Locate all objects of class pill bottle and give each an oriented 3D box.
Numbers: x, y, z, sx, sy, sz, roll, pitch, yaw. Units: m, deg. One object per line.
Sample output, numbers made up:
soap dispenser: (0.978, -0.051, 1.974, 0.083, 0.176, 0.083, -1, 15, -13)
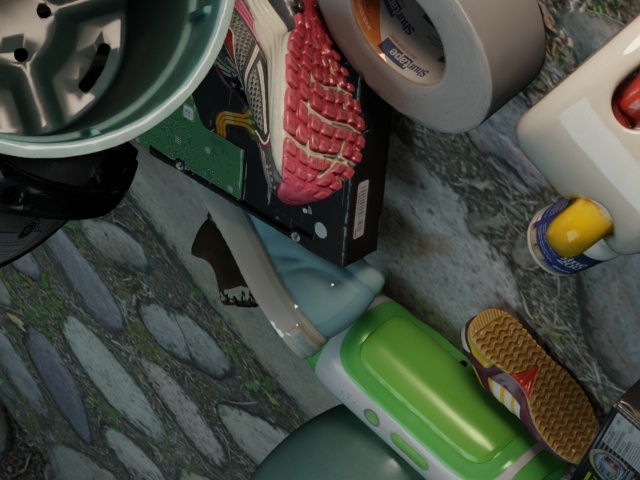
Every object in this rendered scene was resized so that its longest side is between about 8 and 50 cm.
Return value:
pill bottle: (0.237, -0.011, 1.682, 0.067, 0.067, 0.120, 52, 156, -3)

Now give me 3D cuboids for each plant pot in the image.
plant pot: (-0.277, -0.230, 1.792, 0.341, 0.341, 0.334, 53, 167, -6)
plant pot: (0.078, 0.290, 2.205, 0.290, 0.290, 0.195, 42, 123, 19)

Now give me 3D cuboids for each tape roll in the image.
tape roll: (0.090, -0.201, 1.657, 0.219, 0.072, 0.219, 38, 153, 23)

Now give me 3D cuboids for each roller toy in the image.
roller toy: (0.252, -0.087, 1.383, 0.146, 0.209, 0.191, 49, 136, 1)

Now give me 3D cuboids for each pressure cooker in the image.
pressure cooker: (-0.421, -0.165, 2.243, 0.420, 0.370, 0.375, 40, 150, 20)

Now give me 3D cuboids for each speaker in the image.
speaker: (0.124, 0.185, 2.084, 0.296, 0.131, 0.131, 42, 155, 19)

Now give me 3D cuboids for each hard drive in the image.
hard drive: (-0.070, -0.147, 1.942, 0.339, 0.064, 0.237, 30, 131, 33)

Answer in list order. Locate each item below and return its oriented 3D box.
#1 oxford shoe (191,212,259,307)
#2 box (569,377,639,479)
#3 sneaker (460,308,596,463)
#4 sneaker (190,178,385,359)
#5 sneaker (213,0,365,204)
oxford shoe: (-0.064, 0.052, 2.247, 0.227, 0.096, 0.083, 38, -174, 32)
box: (0.304, 0.142, 1.604, 0.060, 0.216, 0.270, 42, 156, 15)
sneaker: (0.215, 0.152, 1.972, 0.185, 0.069, 0.084, 55, 165, 5)
sneaker: (-0.037, -0.040, 2.082, 0.366, 0.150, 0.135, 60, -175, 33)
sneaker: (-0.040, -0.151, 1.738, 0.121, 0.112, 0.299, 36, -146, -44)
